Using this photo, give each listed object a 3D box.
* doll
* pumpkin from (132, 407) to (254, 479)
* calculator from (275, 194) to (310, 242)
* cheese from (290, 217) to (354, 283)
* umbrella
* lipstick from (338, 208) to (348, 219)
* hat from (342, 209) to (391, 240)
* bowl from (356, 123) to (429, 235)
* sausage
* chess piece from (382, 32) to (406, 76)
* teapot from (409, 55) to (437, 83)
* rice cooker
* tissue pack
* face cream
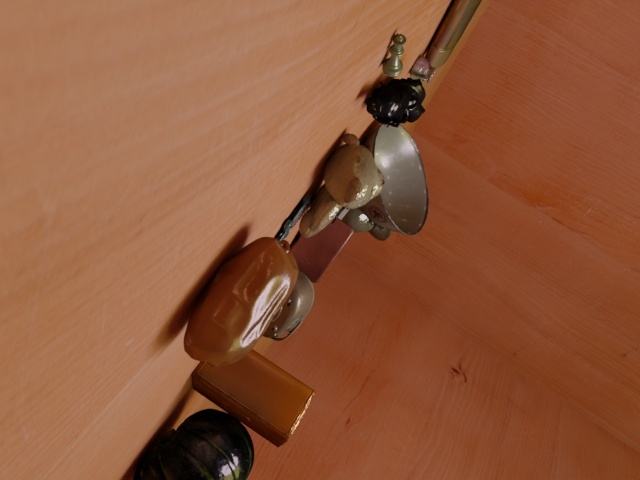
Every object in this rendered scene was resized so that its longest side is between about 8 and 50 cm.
[{"bbox_3d":[0.047,-0.104,1.280,0.278,0.149,0.175,-43,-133,53],"label":"doll"},{"bbox_3d":[-0.319,0.589,1.420,0.323,0.241,0.323,-41,169,-9],"label":"pumpkin"},{"bbox_3d":[-0.065,-0.037,1.234,0.141,0.019,0.094,-55,178,-17],"label":"calculator"},{"bbox_3d":[-0.012,0.016,1.548,0.177,0.128,0.203,-54,179,-7],"label":"cheese"},{"bbox_3d":[0.161,-0.309,1.235,0.118,0.118,0.340,-59,171,23],"label":"umbrella"},{"bbox_3d":[0.019,-0.051,1.739,0.264,0.059,0.059,-51,172,-49],"label":"lipstick"},{"bbox_3d":[0.132,-0.101,1.938,0.130,0.257,0.257,-20,161,-20],"label":"hat"},{"bbox_3d":[0.174,-0.167,1.616,0.158,0.337,0.337,-11,-155,33],"label":"bowl"},{"bbox_3d":[-0.126,0.096,0.904,0.241,0.120,0.136,-55,-173,-21],"label":"sausage"},{"bbox_3d":[0.147,-0.362,1.078,0.042,0.042,0.093,-55,170,-22],"label":"chess piece"},{"bbox_3d":[0.289,-0.476,1.572,0.083,0.064,0.064,-54,174,-31],"label":"teapot"},{"bbox_3d":[-0.107,0.169,1.455,0.206,0.145,0.127,-55,164,18],"label":"rice cooker"},{"bbox_3d":[-0.170,0.373,1.393,0.145,0.275,0.194,-56,176,-25],"label":"tissue pack"},{"bbox_3d":[0.383,-0.617,1.555,0.139,0.067,0.285,-52,173,-38],"label":"face cream"}]
